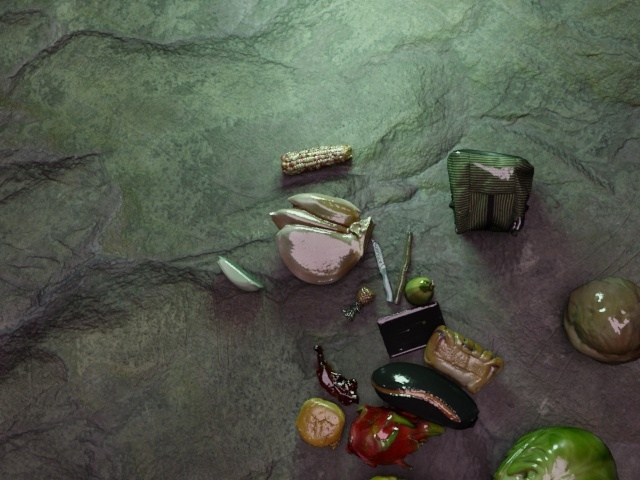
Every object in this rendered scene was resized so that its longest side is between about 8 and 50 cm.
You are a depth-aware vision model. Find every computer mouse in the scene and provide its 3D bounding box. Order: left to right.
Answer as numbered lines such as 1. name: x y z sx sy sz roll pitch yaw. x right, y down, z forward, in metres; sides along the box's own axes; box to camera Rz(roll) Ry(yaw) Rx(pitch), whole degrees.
1. computer mouse: -0.267 0.113 2.004 0.182 0.089 0.056 36 88 14
2. computer mouse: 0.305 0.437 1.821 0.323 0.183 0.116 20 107 11

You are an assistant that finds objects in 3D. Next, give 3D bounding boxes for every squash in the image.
1. squash: 0.303 0.140 1.853 0.094 0.224 0.094 0 79 1

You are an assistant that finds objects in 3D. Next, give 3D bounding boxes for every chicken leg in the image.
1. chicken leg: 0.040 0.420 1.929 0.219 0.048 0.089 43 86 12

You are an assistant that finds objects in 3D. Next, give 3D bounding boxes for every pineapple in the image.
1. pineapple: 0.119 0.201 1.960 0.058 0.058 0.124 37 101 12

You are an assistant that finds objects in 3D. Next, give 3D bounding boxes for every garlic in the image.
1. garlic: 0.000 -0.001 1.963 0.325 0.132 0.279 8 81 7

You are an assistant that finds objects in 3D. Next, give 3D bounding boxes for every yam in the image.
1. yam: 0.261 0.085 1.963 0.027 0.029 0.234 9 81 21

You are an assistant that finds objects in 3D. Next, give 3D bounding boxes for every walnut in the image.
1. walnut: 0.806 0.229 1.749 0.248 0.248 0.248 -1 80 8

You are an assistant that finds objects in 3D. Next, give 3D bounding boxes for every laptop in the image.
1. laptop: 0.282 0.271 1.910 0.197 0.016 0.135 -20 102 5

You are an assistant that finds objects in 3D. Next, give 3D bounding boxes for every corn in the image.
1. corn: -0.013 -0.266 2.036 0.237 0.079 0.079 -11 79 6

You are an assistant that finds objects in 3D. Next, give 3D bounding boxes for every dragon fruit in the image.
1. dragon fruit: 0.209 0.566 1.823 0.269 0.200 0.198 1 66 -20

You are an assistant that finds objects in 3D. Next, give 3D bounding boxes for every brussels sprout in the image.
1. brussels sprout: 0.612 0.661 1.678 0.355 0.289 0.281 -20 77 -23

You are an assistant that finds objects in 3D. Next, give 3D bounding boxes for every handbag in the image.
1. handbag: 0.484 -0.141 1.832 0.247 0.341 0.240 6 99 11

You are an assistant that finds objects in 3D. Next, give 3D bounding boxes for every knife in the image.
1. knife: 0.196 0.093 1.978 0.028 0.015 0.210 -16 78 11

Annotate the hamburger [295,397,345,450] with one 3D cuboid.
1. hamburger: 0.001 0.551 1.896 0.147 0.083 0.138 22 88 14

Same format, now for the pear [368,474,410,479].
1. pear: 0.200 0.851 1.687 0.362 0.362 0.418 -1 86 8

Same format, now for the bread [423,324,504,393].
1. bread: 0.419 0.352 1.865 0.225 0.081 0.134 32 98 5
